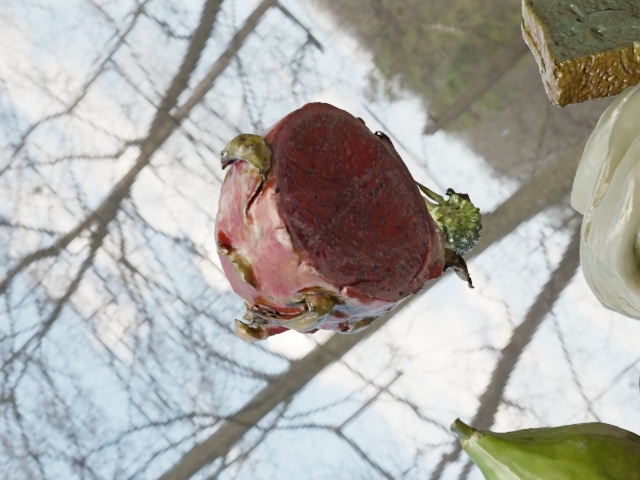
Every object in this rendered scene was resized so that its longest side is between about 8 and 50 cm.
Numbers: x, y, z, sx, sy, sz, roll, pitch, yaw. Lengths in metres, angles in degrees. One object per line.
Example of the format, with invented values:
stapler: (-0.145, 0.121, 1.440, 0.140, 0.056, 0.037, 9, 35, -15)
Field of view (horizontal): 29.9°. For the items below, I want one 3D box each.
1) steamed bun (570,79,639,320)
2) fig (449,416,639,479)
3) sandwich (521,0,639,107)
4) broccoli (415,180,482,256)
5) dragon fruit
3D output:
steamed bun: (0.456, -0.086, 1.499, 0.255, 0.342, 0.368, 49, -148, 13)
fig: (0.342, 0.329, 1.692, 0.314, 0.233, 0.233, 41, -164, 14)
sandwich: (0.501, -0.351, 2.004, 0.271, 0.301, 0.099, -101, 0, -46)
broccoli: (0.187, -0.047, 2.397, 0.247, 0.263, 0.243, -38, -84, -30)
dragon fruit: (0.000, 0.000, 1.114, 0.282, 0.147, 0.211, 29, -129, -31)
